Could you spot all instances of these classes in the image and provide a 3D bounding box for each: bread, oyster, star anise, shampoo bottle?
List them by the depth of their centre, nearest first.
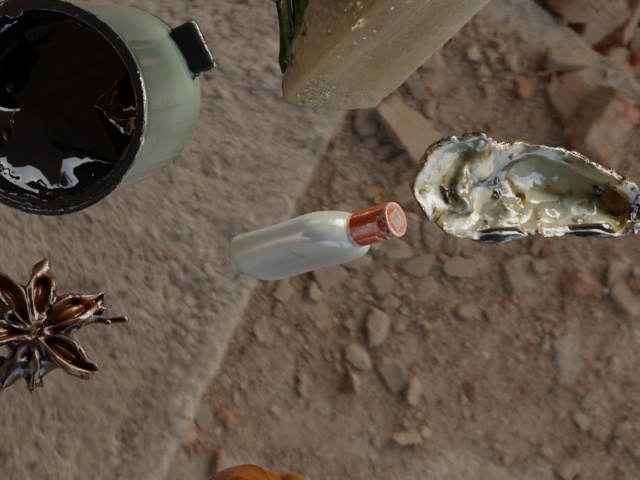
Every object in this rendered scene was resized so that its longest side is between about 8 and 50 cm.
[{"bbox_3d":[0.033,-0.154,0.674,0.077,0.152,0.105,3,64,-36],"label":"bread"},{"bbox_3d":[0.000,0.000,1.391,0.108,0.221,0.051,23,60,-46],"label":"shampoo bottle"},{"bbox_3d":[0.266,-0.051,1.442,0.345,0.078,0.129,7,88,-18],"label":"oyster"},{"bbox_3d":[-0.425,0.136,1.760,0.220,0.126,0.190,36,59,-8],"label":"star anise"}]

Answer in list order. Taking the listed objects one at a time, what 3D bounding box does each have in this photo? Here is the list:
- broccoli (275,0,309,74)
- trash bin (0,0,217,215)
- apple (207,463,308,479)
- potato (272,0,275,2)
[{"bbox_3d":[-0.006,-0.272,1.097,0.247,0.263,0.243,5,86,-36],"label":"broccoli"},{"bbox_3d":[-0.261,-0.152,1.289,0.277,0.262,0.217,-27,96,9],"label":"trash bin"},{"bbox_3d":[-0.059,0.277,1.030,0.147,0.156,0.158,3,96,-33],"label":"apple"},{"bbox_3d":[-0.026,-0.311,1.434,0.100,0.261,0.120,-32,92,-17],"label":"potato"}]
